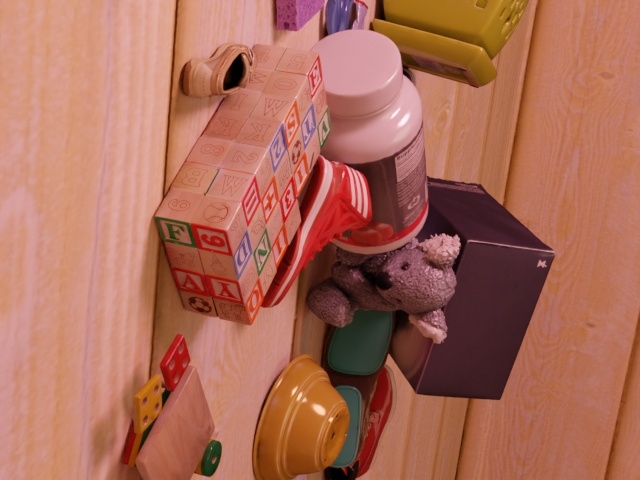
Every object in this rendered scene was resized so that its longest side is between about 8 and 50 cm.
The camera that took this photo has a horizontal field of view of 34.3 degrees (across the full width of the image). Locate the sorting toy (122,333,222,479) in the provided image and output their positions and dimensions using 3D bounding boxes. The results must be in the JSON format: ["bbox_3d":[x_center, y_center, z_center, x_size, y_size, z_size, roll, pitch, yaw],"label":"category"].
[{"bbox_3d":[-0.178,0.222,1.177,0.274,0.046,0.132,82,26,-48],"label":"sorting toy"}]

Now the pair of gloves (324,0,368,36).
[{"bbox_3d":[0.034,-0.304,1.555,0.198,0.023,0.159,18,82,-74],"label":"pair of gloves"}]

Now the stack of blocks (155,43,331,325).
[{"bbox_3d":[-0.079,-0.071,1.232,0.171,0.087,0.297,81,27,-49],"label":"stack of blocks"}]

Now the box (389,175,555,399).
[{"bbox_3d":[0.228,0.076,1.828,0.294,0.182,0.296,-127,-132,-59],"label":"box"}]

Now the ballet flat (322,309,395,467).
[{"bbox_3d":[0.056,0.234,1.853,0.124,0.116,0.342,-96,-165,-80],"label":"ballet flat"}]

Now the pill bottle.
[{"bbox_3d":[0.061,-0.139,1.483,0.318,0.176,0.176,79,28,-51],"label":"pill bottle"}]

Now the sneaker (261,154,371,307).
[{"bbox_3d":[0.000,0.000,1.392,0.128,0.087,0.221,12,114,-37],"label":"sneaker"}]

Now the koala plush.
[{"bbox_3d":[0.129,0.054,1.646,0.203,0.221,0.196,4,97,-41],"label":"koala plush"}]

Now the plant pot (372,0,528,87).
[{"bbox_3d":[0.218,-0.391,1.760,0.228,0.227,0.207,11,97,-73],"label":"plant pot"}]

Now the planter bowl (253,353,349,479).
[{"bbox_3d":[-0.014,0.295,1.631,0.217,0.090,0.217,-45,143,-49],"label":"planter bowl"}]

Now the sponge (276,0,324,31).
[{"bbox_3d":[-0.025,-0.380,1.302,0.117,0.031,0.210,-57,151,-52],"label":"sponge"}]

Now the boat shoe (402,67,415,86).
[{"bbox_3d":[0.123,-0.212,1.841,0.083,0.065,0.183,-31,128,-56],"label":"boat shoe"}]

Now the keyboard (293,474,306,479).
[{"bbox_3d":[-0.043,0.352,1.752,0.072,0.014,0.256,-66,160,-49],"label":"keyboard"}]

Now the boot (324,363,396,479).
[{"bbox_3d":[0.075,0.362,2.009,0.176,0.088,0.244,-15,118,-69],"label":"boot"}]

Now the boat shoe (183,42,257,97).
[{"bbox_3d":[-0.100,-0.188,1.157,0.153,0.048,0.056,-36,135,-65],"label":"boat shoe"}]
